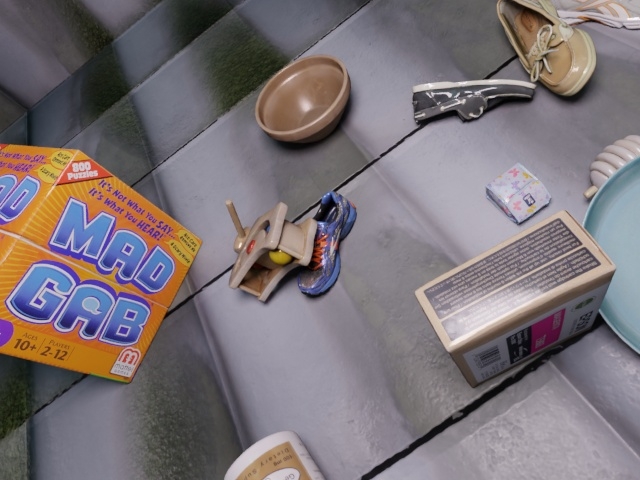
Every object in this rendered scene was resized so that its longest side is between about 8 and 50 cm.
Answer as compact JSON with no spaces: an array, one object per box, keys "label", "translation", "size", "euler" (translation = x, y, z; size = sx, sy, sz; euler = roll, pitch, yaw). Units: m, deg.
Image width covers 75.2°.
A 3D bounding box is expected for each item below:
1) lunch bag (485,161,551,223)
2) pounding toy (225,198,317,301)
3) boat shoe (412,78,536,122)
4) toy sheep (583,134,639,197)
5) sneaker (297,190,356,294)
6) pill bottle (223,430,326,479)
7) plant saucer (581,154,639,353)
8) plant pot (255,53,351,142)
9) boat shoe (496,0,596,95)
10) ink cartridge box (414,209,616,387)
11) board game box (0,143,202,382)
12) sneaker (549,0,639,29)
[{"label":"lunch bag","translation":[0.335,-0.078,0.703],"size":[0.071,0.053,0.083],"euler":[-36,62,6]},{"label":"pounding toy","translation":[-0.133,0.016,0.791],"size":[0.269,0.154,0.154],"euler":[-23,44,61]},{"label":"boat shoe","translation":[0.302,-0.280,0.834],"size":[0.232,0.084,0.079],"euler":[2,102,21]},{"label":"toy sheep","translation":[0.465,-0.109,0.634],"size":[0.132,0.091,0.091],"euler":[-40,52,8]},{"label":"sneaker","translation":[0.000,0.000,0.807],"size":[0.083,0.087,0.221],"euler":[4,65,30]},{"label":"pill bottle","translation":[-0.028,0.396,0.567],"size":[0.131,0.131,0.229],"euler":[-44,53,-2]},{"label":"plant saucer","translation":[0.500,0.023,0.521],"size":[0.317,0.043,0.318],"euler":[-4,75,17]},{"label":"plant pot","translation":[-0.027,-0.315,0.988],"size":[0.237,0.110,0.238],"euler":[-13,58,21]},{"label":"boat shoe","translation":[0.413,-0.375,0.786],"size":[0.089,0.105,0.286],"euler":[8,48,-15]},{"label":"ink cartridge box","translation":[0.246,0.092,0.536],"size":[0.193,0.235,0.088],"euler":[-30,54,10]},{"label":"board game box","translation":[-0.564,0.047,0.901],"size":[0.355,0.356,0.357],"euler":[10,68,31]},{"label":"sneaker","translation":[0.551,-0.476,0.775],"size":[0.262,0.121,0.099],"euler":[16,71,33]}]
